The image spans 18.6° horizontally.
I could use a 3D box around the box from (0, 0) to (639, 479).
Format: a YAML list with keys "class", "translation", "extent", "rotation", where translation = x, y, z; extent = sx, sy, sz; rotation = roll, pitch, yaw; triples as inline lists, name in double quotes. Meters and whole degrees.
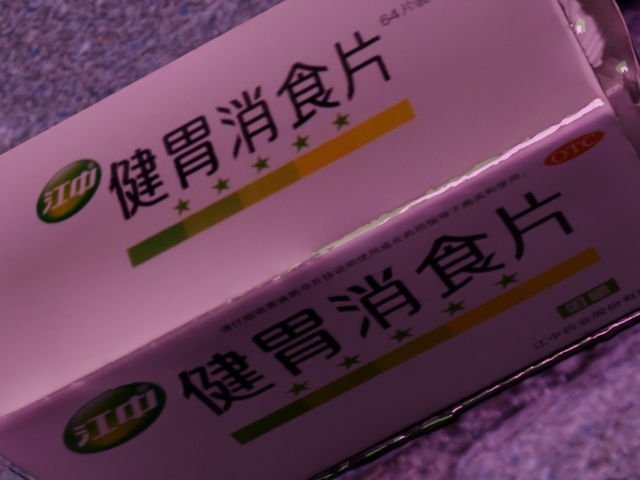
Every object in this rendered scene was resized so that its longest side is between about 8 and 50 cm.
- class: "box"
  translation: [0.002, -0.001, 0.912]
  extent: [0.333, 0.173, 0.145]
  rotation: [-28, 56, 9]
